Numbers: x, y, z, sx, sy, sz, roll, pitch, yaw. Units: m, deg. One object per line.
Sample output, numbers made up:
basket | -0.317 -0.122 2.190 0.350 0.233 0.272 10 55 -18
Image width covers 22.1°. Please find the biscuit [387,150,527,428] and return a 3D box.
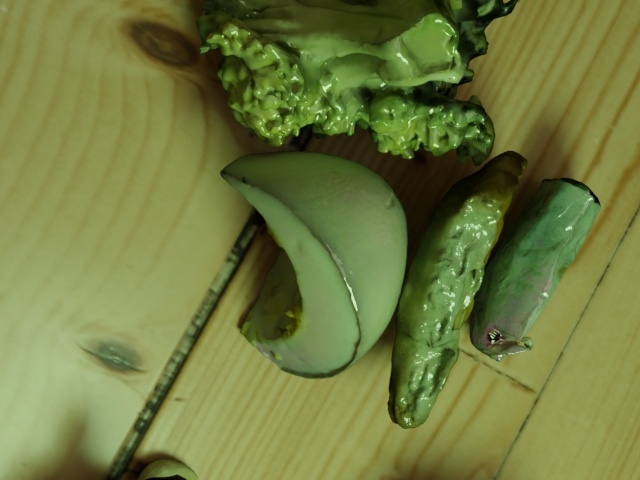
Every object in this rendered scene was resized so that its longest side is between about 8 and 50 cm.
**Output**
biscuit | 0.144 0.052 1.821 0.078 0.329 0.335 22 90 9

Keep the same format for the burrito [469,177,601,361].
burrito | 0.249 0.034 1.961 0.089 0.144 0.229 29 87 0

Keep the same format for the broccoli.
broccoli | 0.052 -0.228 1.689 0.348 0.281 0.293 1 105 -28

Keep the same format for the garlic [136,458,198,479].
garlic | -0.174 0.270 1.816 0.083 0.041 0.053 -19 115 -33

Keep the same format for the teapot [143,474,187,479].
teapot | -0.191 0.367 1.724 0.182 0.173 0.269 43 113 8

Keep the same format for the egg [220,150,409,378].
egg | 0.015 0.010 1.761 0.162 0.206 0.271 -39 132 -32
